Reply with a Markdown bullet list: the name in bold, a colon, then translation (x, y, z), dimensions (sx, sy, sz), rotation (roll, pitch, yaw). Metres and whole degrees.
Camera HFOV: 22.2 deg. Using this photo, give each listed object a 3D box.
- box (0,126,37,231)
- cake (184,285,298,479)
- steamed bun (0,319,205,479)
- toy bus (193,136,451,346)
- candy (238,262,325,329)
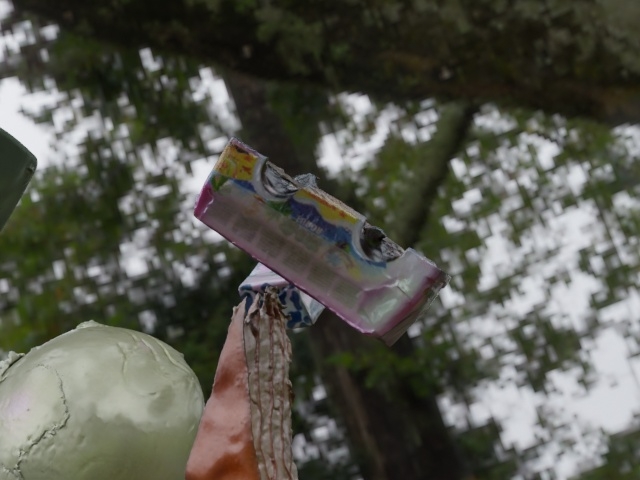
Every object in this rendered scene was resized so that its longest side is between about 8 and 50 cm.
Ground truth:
- **box**: translation (-0.371, -0.076, 1.564), dimensions (0.148, 0.129, 0.210), rotation (-61, -11, -5)
- **cake**: translation (-0.070, 0.192, 1.798), dimensions (0.135, 0.287, 0.098), rotation (8, -2, 43)
- **steamed bun**: translation (-0.318, 0.263, 2.129), dimensions (0.233, 0.334, 0.312), rotation (27, -13, -34)
- **toy bus**: translation (0.000, 0.000, 1.738), dimensions (0.112, 0.274, 0.090), rotation (-56, -18, 0)
- **candy**: translation (-0.028, 0.048, 2.043), dimensions (0.092, 0.073, 0.160), rotation (-9, 23, 27)
